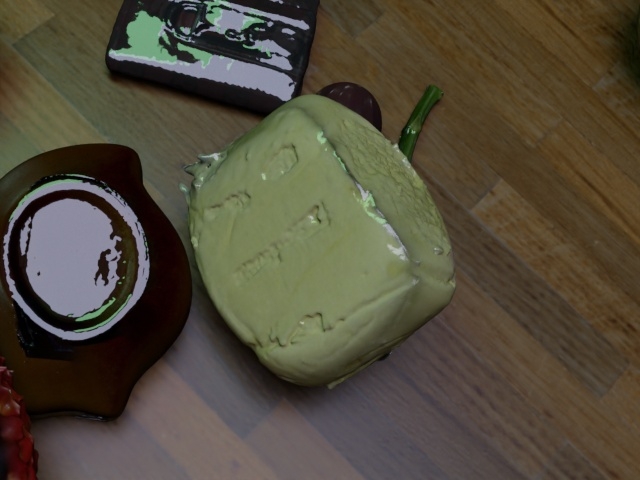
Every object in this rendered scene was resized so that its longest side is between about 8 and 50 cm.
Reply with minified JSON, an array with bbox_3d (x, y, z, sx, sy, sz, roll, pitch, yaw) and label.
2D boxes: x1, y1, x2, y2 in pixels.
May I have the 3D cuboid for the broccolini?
[{"bbox_3d":[0.098,-0.085,1.043,0.054,0.051,0.239,21,61,4],"label":"broccolini"}]

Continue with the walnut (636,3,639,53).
[{"bbox_3d":[0.515,-0.275,1.105,0.261,0.225,0.225,18,68,-5],"label":"walnut"}]

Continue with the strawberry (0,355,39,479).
[{"bbox_3d":[-0.330,0.150,0.800,0.233,0.138,0.306,-21,67,29],"label":"strawberry"}]

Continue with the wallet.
[{"bbox_3d":[-0.122,-0.248,1.053,0.229,0.049,0.182,13,71,-4],"label":"wallet"}]

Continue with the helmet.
[{"bbox_3d":[0.024,-0.127,1.024,0.098,0.070,0.123,19,67,-4],"label":"helmet"}]

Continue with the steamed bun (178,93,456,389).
[{"bbox_3d":[0.000,0.000,0.909,0.273,0.232,0.166,55,25,19],"label":"steamed bun"}]

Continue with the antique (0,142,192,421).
[{"bbox_3d":[-0.236,0.035,0.882,0.224,0.129,0.278,9,71,-9],"label":"antique"}]
